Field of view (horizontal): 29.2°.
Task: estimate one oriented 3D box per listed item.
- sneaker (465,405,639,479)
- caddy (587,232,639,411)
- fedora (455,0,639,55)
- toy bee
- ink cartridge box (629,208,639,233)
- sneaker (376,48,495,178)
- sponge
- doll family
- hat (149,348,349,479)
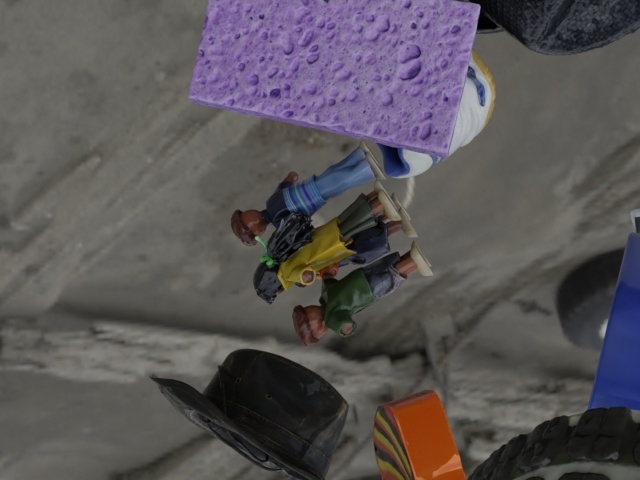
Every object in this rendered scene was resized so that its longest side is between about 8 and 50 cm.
[{"bbox_3d":[0.235,0.200,0.585,0.410,0.158,0.182,2,139,40],"label":"sneaker"},{"bbox_3d":[0.278,0.133,0.868,0.179,0.341,0.241,12,110,14],"label":"caddy"},{"bbox_3d":[0.217,-0.263,0.957,0.334,0.152,0.334,-19,145,-14],"label":"fedora"},{"bbox_3d":[0.109,0.306,1.198,0.195,0.298,0.162,5,156,-15],"label":"toy bee"},{"bbox_3d":[0.474,-0.027,1.435,0.206,0.045,0.208,-8,178,17],"label":"ink cartridge box"},{"bbox_3d":[0.016,-0.182,1.082,0.131,0.296,0.112,-43,171,-30],"label":"sneaker"},{"bbox_3d":[0.009,-0.143,0.944,0.210,0.117,0.031,13,179,9],"label":"sponge"},{"bbox_3d":[0.000,0.000,0.803,0.111,0.193,0.076,-33,105,8],"label":"doll family"},{"bbox_3d":[-0.053,0.224,1.577,0.331,0.134,0.331,32,164,11],"label":"hat"}]
